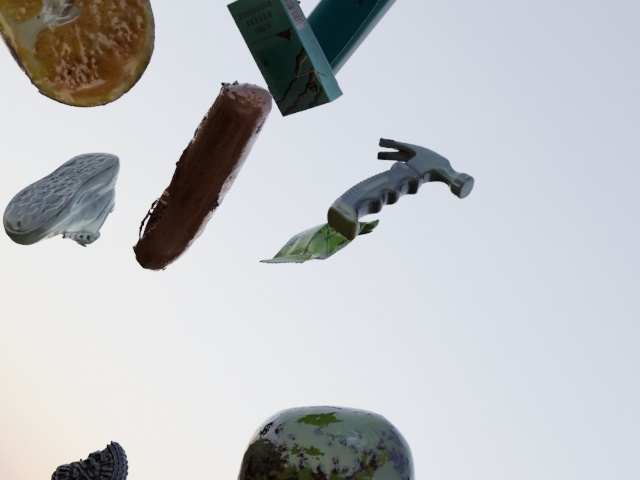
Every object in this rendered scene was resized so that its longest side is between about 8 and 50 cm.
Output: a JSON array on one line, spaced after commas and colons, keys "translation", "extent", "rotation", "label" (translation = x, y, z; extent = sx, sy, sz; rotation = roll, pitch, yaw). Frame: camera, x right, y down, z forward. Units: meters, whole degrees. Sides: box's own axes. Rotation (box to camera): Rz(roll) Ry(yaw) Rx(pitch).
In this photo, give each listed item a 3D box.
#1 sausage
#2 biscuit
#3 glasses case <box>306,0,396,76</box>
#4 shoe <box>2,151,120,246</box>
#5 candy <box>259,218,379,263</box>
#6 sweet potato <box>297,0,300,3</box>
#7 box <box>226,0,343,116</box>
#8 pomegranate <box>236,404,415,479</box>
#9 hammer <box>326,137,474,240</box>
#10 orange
[{"translation": [-0.152, -0.081, 1.468], "extent": [0.079, 0.087, 0.326], "rotation": [42, -53, 9], "label": "sausage"}, {"translation": [-0.243, 0.250, 1.206], "extent": [0.087, 0.089, 0.027], "rotation": [6, -29, 27], "label": "biscuit"}, {"translation": [0.022, -0.410, 2.225], "extent": [0.117, 0.070, 0.301], "rotation": [49, -65, 17], "label": "glasses case"}, {"translation": [-0.485, -0.044, 2.199], "extent": [0.124, 0.316, 0.159], "rotation": [13, -53, 23], "label": "shoe"}, {"translation": [0.000, 0.000, 2.480], "extent": [0.149, 0.246, 0.069], "rotation": [-10, -74, 52], "label": "candy"}, {"translation": [-0.085, -0.434, 2.120], "extent": [0.026, 0.115, 0.026], "rotation": [49, -29, 40], "label": "sweet potato"}, {"translation": [-0.065, -0.339, 2.025], "extent": [0.162, 0.041, 0.229], "rotation": [-6, -66, 56], "label": "box"}, {"translation": [0.009, 0.403, 1.673], "extent": [0.285, 0.285, 0.340], "rotation": [51, 15, -21], "label": "pomegranate"}, {"translation": [0.097, -0.075, 1.664], "extent": [0.159, 0.226, 0.041], "rotation": [33, -42, 32], "label": "hammer"}, {"translation": [-0.426, -0.384, 1.932], "extent": [0.310, 0.274, 0.274], "rotation": [46, -22, 6], "label": "orange"}]
